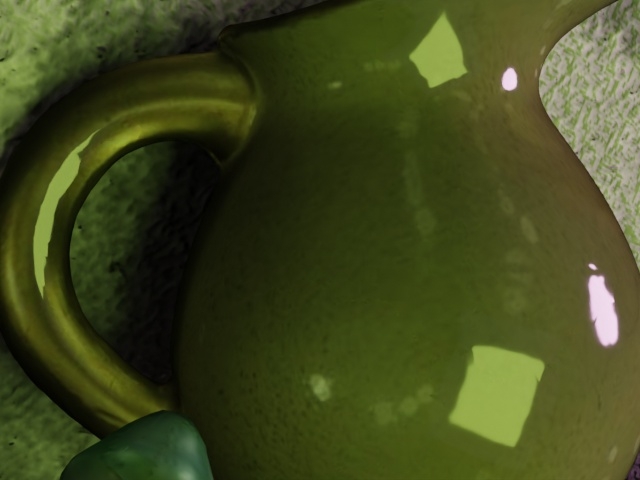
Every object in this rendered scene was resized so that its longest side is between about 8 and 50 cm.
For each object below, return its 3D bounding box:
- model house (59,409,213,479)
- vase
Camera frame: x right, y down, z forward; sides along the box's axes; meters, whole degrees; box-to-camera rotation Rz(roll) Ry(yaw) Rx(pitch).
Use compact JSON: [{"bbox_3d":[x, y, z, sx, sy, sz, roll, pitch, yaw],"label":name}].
[{"bbox_3d":[-0.171,0.207,0.702,0.243,0.298,0.284,51,37,-37],"label":"model house"},{"bbox_3d":[0.000,0.000,0.827,0.329,0.241,0.302,-3,95,-8],"label":"vase"}]
